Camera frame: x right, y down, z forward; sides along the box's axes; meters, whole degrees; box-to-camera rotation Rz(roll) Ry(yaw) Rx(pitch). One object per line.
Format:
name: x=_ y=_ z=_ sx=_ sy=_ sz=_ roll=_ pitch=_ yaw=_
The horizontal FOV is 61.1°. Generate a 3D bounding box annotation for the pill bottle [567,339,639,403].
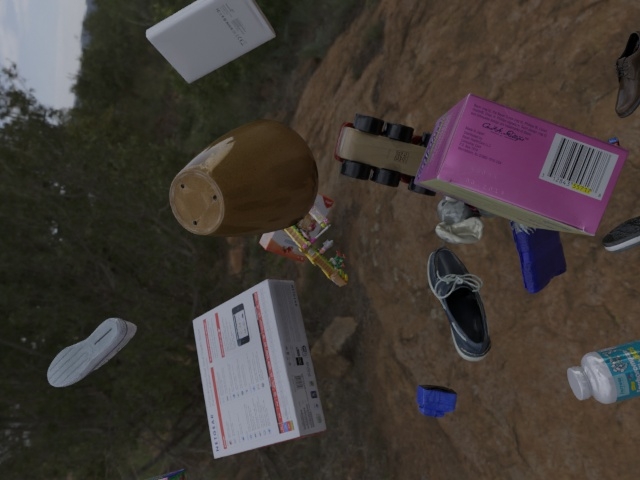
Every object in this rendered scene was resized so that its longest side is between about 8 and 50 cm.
pill bottle: x=0.842 y=0.370 z=1.519 sx=0.146 sy=0.264 sz=0.146 roll=-17 pitch=-90 yaw=-86

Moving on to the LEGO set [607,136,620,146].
LEGO set: x=0.600 y=-0.148 z=1.255 sx=0.182 sy=0.060 sz=0.244 roll=9 pitch=52 yaw=46

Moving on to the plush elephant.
plush elephant: x=0.420 y=-0.132 z=1.490 sx=0.272 sy=0.255 sz=0.330 roll=-74 pitch=-37 yaw=-65

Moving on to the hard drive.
hard drive: x=-0.311 y=-0.595 z=1.559 sx=0.307 sy=0.203 sz=0.040 roll=-22 pitch=57 yaw=15

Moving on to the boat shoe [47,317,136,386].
boat shoe: x=-0.506 y=0.258 z=1.216 sx=0.226 sy=0.076 sz=0.083 roll=-34 pitch=65 yaw=12

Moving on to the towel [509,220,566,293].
towel: x=0.745 y=0.002 z=1.867 sx=0.076 sy=0.227 sz=0.308 roll=1 pitch=110 yaw=52

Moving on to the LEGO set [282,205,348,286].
LEGO set: x=0.000 y=0.000 z=1.441 sx=0.107 sy=0.287 sz=0.132 roll=-43 pitch=8 yaw=2

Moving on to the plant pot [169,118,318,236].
plant pot: x=-0.161 y=-0.100 z=1.046 sx=0.254 sy=0.237 sz=0.237 roll=-37 pitch=-29 yaw=-60

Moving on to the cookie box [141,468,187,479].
cookie box: x=-0.260 y=0.388 z=0.832 sx=0.107 sy=0.091 sz=0.040 roll=88 pitch=167 yaw=-75

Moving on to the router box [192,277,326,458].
router box: x=-0.152 y=0.293 z=1.230 sx=0.301 sy=0.082 sz=0.336 roll=-29 pitch=66 yaw=38

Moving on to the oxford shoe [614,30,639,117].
oxford shoe: x=0.818 y=-0.442 z=1.443 sx=0.083 sy=0.096 sz=0.227 roll=-159 pitch=82 yaw=-74

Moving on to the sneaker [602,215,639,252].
sneaker: x=0.907 y=0.006 z=1.405 sx=0.295 sy=0.179 sz=0.124 roll=-26 pitch=10 yaw=16

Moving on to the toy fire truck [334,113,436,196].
toy fire truck: x=0.125 y=-0.166 z=1.131 sx=0.246 sy=0.216 sz=0.159 roll=-122 pitch=45 yaw=-72

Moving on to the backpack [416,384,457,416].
backpack: x=0.385 y=0.528 z=1.785 sx=0.098 sy=0.120 sz=0.101 roll=155 pitch=120 yaw=-85

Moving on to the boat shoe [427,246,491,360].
boat shoe: x=0.277 y=0.112 z=1.089 sx=0.079 sy=0.095 sz=0.255 roll=83 pitch=-179 yaw=-56

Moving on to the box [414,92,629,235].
box: x=0.269 y=-0.103 z=0.790 sx=0.243 sy=0.213 sz=0.117 roll=-53 pitch=-17 yaw=-85

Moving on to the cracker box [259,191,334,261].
cracker box: x=-0.077 y=-0.060 z=1.753 sx=0.067 sy=0.155 sz=0.232 roll=39 pitch=106 yaw=54
